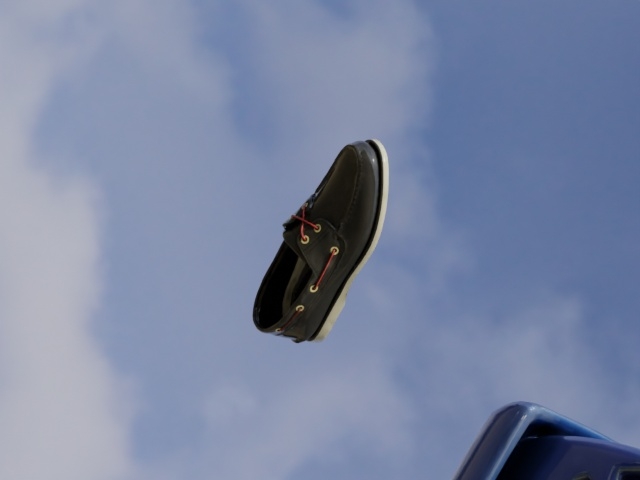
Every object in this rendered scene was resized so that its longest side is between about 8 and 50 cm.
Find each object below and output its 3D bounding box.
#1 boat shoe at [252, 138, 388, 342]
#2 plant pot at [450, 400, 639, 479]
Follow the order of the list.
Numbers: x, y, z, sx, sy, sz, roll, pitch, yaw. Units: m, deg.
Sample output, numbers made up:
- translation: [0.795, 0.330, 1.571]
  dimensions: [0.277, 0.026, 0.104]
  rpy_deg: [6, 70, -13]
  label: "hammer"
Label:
- translation: [0.001, 0.001, 1.010]
  dimensions: [0.133, 0.042, 0.049]
  rpy_deg: [-66, -146, 27]
  label: "boat shoe"
- translation: [0.181, 0.240, 1.124]
  dimensions: [0.212, 0.236, 0.236]
  rpy_deg: [28, -90, 39]
  label: "plant pot"
